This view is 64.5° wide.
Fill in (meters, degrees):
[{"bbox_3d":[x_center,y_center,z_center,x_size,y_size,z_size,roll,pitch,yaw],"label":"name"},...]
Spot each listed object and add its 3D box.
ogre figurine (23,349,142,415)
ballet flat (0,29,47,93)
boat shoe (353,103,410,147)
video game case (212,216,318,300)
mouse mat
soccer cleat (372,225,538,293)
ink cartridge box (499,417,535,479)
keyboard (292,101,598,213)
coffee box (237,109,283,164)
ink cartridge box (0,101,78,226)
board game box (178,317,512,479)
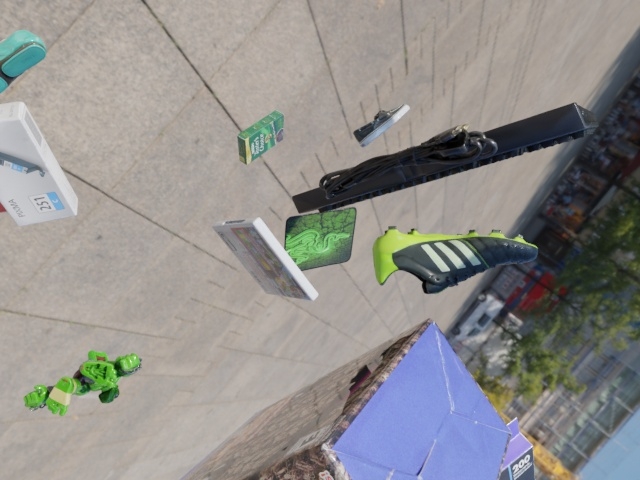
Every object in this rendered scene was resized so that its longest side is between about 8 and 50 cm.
[{"bbox_3d":[-0.399,0.243,0.900,0.197,0.097,0.118,-41,173,-1],"label":"ogre figurine"},{"bbox_3d":[-0.757,-0.406,1.187,0.247,0.087,0.083,-35,156,-2],"label":"ballet flat"},{"bbox_3d":[0.127,-0.246,1.045,0.142,0.040,0.049,-41,-176,-18],"label":"boat shoe"},{"bbox_3d":[-0.114,0.038,1.023,0.023,0.201,0.183,-47,-155,-27],"label":"video game case"},{"bbox_3d":[0.000,0.000,1.199,0.190,0.007,0.152,-10,121,-26],"label":"mouse mat"},{"bbox_3d":[0.147,0.025,0.561,0.060,0.179,0.072,67,25,-80],"label":"soccer cleat"},{"bbox_3d":[0.374,0.516,1.092,0.206,0.045,0.208,-28,118,-19],"label":"ink cartridge box"},{"bbox_3d":[0.102,-0.071,0.519,0.317,0.033,0.202,-15,177,38],"label":"keyboard"},{"bbox_3d":[-0.196,-0.341,1.680,0.184,0.040,0.113,-41,155,-32],"label":"coffee box"},{"bbox_3d":[-0.720,-0.147,1.110,0.261,0.066,0.296,-11,142,-8],"label":"ink cartridge box"},{"bbox_3d":[-0.002,0.231,0.476,0.291,0.141,0.232,-37,174,31],"label":"board game box"}]
